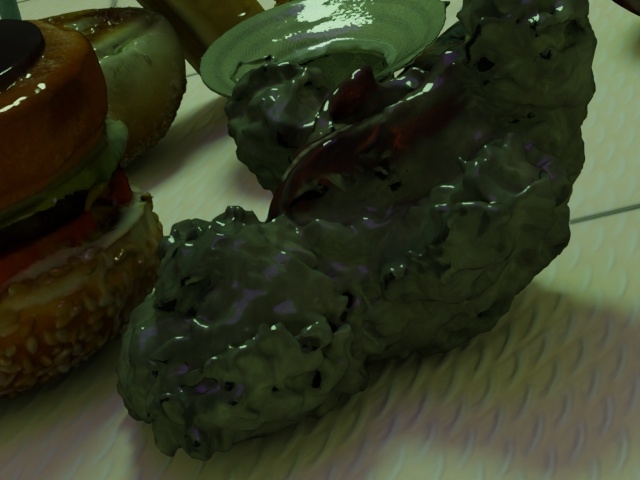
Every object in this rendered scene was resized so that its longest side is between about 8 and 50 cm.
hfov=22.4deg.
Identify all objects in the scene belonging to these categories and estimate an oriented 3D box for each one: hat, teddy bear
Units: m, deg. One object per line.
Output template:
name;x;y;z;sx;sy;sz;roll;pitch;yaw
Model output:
hat;0.016;-0.151;1.581;0.252;0.110;0.252;-11;29;6
teddy bear;0.000;0.000;1.103;0.357;0.224;0.367;-12;19;48

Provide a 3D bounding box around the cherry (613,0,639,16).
cherry;0.400;-0.366;1.561;0.335;0.326;0.291;1;35;34

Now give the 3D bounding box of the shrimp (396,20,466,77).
shrimp;0.191;-0.197;1.664;0.169;0.058;0.296;7;34;30

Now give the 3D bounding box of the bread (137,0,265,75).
bread;-0.137;-0.266;1.722;0.142;0.305;0.091;11;60;50

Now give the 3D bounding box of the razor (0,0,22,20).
razor;-0.389;-0.290;2.014;0.068;0.232;0.106;10;32;42

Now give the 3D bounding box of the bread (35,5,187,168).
bread;-0.283;-0.143;1.689;0.306;0.158;0.305;-13;25;6

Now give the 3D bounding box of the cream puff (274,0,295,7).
cream puff;0.015;-0.342;1.965;0.183;0.169;0.183;-12;20;5

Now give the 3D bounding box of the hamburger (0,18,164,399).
hamburger;-0.290;-0.013;1.253;0.330;0.250;0.330;-13;26;6
